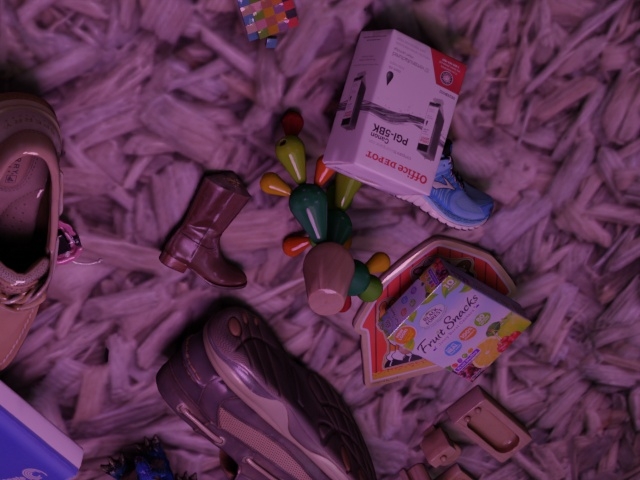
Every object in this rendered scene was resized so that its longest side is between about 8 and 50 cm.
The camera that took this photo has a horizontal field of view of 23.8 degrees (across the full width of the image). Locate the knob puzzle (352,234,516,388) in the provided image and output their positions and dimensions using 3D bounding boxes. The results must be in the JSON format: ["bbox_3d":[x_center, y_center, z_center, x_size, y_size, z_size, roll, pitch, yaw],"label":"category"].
[{"bbox_3d":[0.130,0.078,1.678,0.213,0.030,0.213,-11,129,-13],"label":"knob puzzle"}]

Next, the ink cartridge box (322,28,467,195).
[{"bbox_3d":[0.071,-0.119,1.437,0.099,0.056,0.135,20,82,-34],"label":"ink cartridge box"}]

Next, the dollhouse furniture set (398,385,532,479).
[{"bbox_3d":[0.188,0.289,1.806,0.151,0.123,0.144,-40,131,11],"label":"dollhouse furniture set"}]

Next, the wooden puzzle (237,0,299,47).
[{"bbox_3d":[-0.048,-0.211,1.393,0.049,0.006,0.083,-21,131,-5],"label":"wooden puzzle"}]

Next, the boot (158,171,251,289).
[{"bbox_3d":[-0.093,-0.011,1.518,0.106,0.037,0.114,18,113,-35],"label":"boot"}]

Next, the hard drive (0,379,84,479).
[{"bbox_3d":[-0.405,0.149,1.452,0.210,0.040,0.318,-13,138,28],"label":"hard drive"}]

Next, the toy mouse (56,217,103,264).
[{"bbox_3d":[-0.287,-0.003,1.446,0.161,0.031,0.143,-6,129,-18],"label":"toy mouse"}]

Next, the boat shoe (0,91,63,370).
[{"bbox_3d":[-0.289,0.016,1.370,0.109,0.098,0.302,3,126,-24],"label":"boat shoe"}]

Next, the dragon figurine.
[{"bbox_3d":[-0.166,0.314,1.670,0.085,0.144,0.289,-27,132,1],"label":"dragon figurine"}]

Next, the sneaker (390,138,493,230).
[{"bbox_3d":[0.122,-0.065,1.541,0.162,0.063,0.073,24,111,-35],"label":"sneaker"}]

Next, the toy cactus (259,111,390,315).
[{"bbox_3d":[0.000,0.000,1.476,0.112,0.180,0.219,-9,127,11],"label":"toy cactus"}]

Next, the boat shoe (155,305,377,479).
[{"bbox_3d":[-0.053,0.210,1.663,0.130,0.132,0.355,-27,126,16],"label":"boat shoe"}]

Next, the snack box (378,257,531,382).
[{"bbox_3d":[0.147,0.088,1.647,0.141,0.037,0.100,29,110,-36],"label":"snack box"}]
